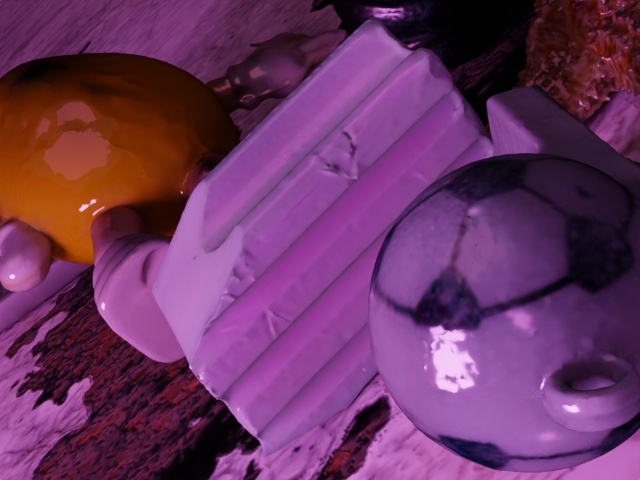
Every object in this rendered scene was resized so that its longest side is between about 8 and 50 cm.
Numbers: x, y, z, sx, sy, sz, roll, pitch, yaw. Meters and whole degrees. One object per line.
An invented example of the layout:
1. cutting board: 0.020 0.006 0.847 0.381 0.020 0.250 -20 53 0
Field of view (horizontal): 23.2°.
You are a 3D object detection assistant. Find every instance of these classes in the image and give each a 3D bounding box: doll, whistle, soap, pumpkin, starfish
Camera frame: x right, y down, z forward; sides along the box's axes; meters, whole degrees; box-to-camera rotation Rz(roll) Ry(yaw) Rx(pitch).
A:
1. doll: -0.139 -0.066 1.276 0.348 0.161 0.423 -15 32 9
2. whistle: 0.091 0.021 0.765 0.163 0.163 0.289 -42 22 5
3. soap: 0.000 0.000 0.933 0.230 0.145 0.091 -44 39 -5
4. pumpkin: 0.076 -0.216 1.145 0.150 0.194 0.194 30 72 29
5. starfish: 0.207 -0.177 0.990 0.301 0.084 0.293 -22 33 50

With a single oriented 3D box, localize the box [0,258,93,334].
1. box: -0.244 0.005 1.474 0.177 0.036 0.115 -34 27 23
